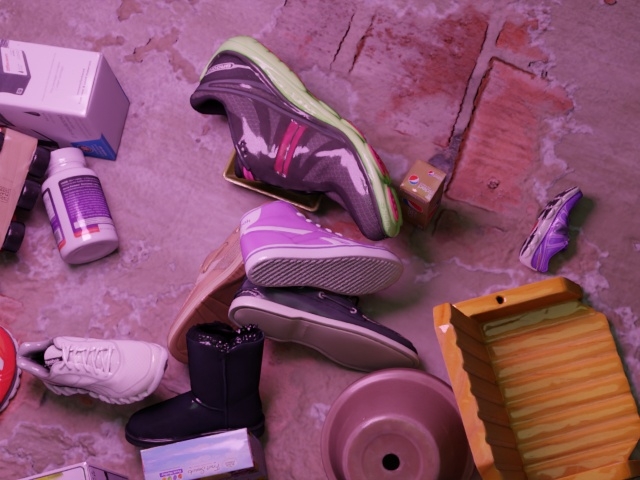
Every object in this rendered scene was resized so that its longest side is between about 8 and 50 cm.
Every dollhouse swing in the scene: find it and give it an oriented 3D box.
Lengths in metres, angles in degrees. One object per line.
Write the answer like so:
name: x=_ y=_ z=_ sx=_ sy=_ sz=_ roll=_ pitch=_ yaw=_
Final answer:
dollhouse swing: x=0.359 y=0.229 z=1.787 sx=0.315 sy=0.305 sz=0.346 roll=-15 pitch=73 yaw=0

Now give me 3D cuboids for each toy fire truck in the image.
toy fire truck: x=-0.620 y=-0.104 z=2.040 sx=0.158 sy=0.246 sz=0.217 roll=19 pitch=88 yaw=-27

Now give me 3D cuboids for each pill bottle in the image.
pill bottle: x=-0.442 y=-0.065 z=2.024 sx=0.108 sy=0.108 sz=0.193 roll=-20 pitch=74 yaw=-2

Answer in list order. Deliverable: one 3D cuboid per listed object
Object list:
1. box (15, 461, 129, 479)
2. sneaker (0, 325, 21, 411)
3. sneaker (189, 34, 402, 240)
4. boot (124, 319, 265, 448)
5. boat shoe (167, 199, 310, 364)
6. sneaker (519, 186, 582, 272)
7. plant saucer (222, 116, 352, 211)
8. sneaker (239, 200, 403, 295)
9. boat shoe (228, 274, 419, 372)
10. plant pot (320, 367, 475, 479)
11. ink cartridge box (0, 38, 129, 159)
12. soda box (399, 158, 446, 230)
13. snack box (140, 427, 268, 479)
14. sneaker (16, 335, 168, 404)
box: x=-0.406 y=0.427 z=1.785 sx=0.169 sy=0.290 sz=0.087 roll=-15 pitch=74 yaw=0
sneaker: x=-0.601 y=0.275 z=1.930 sx=0.107 sy=0.118 sz=0.279 roll=13 pitch=75 yaw=7
sneaker: x=-0.042 y=-0.150 z=1.957 sx=0.202 sy=0.185 sz=0.483 roll=-46 pitch=67 yaw=0
boot: x=-0.212 y=0.237 z=1.877 sx=0.247 sy=0.094 sz=0.207 roll=-3 pitch=113 yaw=-2
boat shoe: x=-0.155 y=0.071 z=1.975 sx=0.341 sy=0.121 sz=0.110 roll=-48 pitch=38 yaw=-14
sneaker: x=0.419 y=-0.019 z=1.989 sx=0.071 sy=0.068 sz=0.170 roll=32 pitch=87 yaw=-4
plant saucer: x=-0.059 y=-0.159 z=2.059 sx=0.188 sy=0.045 sz=0.188 roll=20 pitch=76 yaw=9
sneaker: x=0.000 y=-0.001 z=1.883 sx=0.282 sy=0.102 sz=0.161 roll=8 pitch=42 yaw=-24
boat shoe: x=0.015 y=0.131 z=1.920 sx=0.340 sy=0.127 sz=0.113 roll=16 pitch=54 yaw=-7
plant pot: x=0.122 y=0.340 z=1.783 sx=0.263 sy=0.229 sz=0.263 roll=0 pitch=88 yaw=6
ink cartridge box: x=-0.528 y=-0.260 z=2.026 sx=0.307 sy=0.223 sz=0.129 roll=9 pitch=75 yaw=6
soda box: x=0.175 y=-0.078 z=1.949 sx=0.058 sy=0.181 sz=0.061 roll=31 pitch=78 yaw=9
snack box: x=-0.185 y=0.368 z=1.830 sx=0.175 sy=0.207 sz=0.070 roll=-12 pitch=74 yaw=1
sneaker: x=-0.387 y=0.210 z=1.880 sx=0.292 sy=0.118 sz=0.110 roll=-5 pitch=65 yaw=30
